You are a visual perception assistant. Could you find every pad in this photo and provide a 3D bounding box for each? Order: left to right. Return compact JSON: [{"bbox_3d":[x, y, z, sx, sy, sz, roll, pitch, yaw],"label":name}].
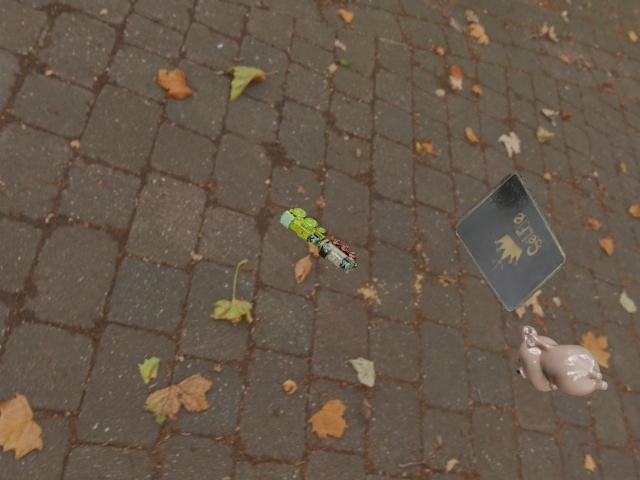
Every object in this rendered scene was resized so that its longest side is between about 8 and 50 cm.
[{"bbox_3d":[0.566,-0.001,1.515,0.315,0.063,0.375,-43,117,-5],"label":"pad"}]

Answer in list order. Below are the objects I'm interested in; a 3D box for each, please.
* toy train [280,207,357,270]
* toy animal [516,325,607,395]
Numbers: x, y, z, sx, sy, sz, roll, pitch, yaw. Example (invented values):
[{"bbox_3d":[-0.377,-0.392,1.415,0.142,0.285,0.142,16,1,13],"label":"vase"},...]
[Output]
[{"bbox_3d":[0.000,0.000,1.560,0.250,0.053,0.085,40,33,16],"label":"toy train"},{"bbox_3d":[0.339,0.180,0.796,0.089,0.150,0.083,5,95,-21],"label":"toy animal"}]
